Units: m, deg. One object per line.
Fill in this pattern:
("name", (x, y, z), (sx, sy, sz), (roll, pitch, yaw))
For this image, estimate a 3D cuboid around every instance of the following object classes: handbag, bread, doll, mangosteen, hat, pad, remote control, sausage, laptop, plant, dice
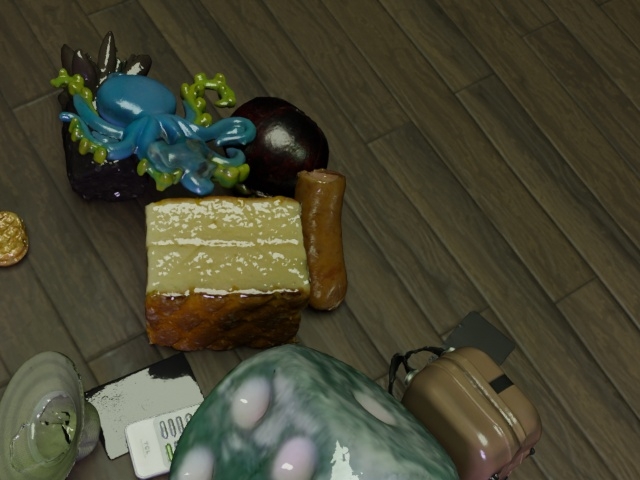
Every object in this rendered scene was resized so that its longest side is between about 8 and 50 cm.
("handbag", (0.219, 0.301, 1.669), (0.149, 0.301, 0.283), (-30, 66, -24))
("bread", (-0.173, 0.062, 1.736), (0.279, 0.279, 0.207), (-3, 66, -8))
("bread", (-0.590, -0.004, 1.823), (0.083, 0.044, 0.110), (-11, 63, -16))
("doll", (-0.287, -0.196, 1.750), (0.346, 0.098, 0.341), (-14, 56, -34))
("mangosteen", (-0.099, -0.172, 1.911), (0.216, 0.216, 0.216), (4, 63, -8))
("hat", (-0.433, 0.315, 1.644), (0.110, 0.252, 0.251), (21, 51, -48))
("pad", (0.292, 0.219, 1.883), (0.112, 0.003, 0.157), (40, 64, 12))
("remote control", (-0.211, 0.337, 1.711), (0.250, 0.034, 0.103), (-13, 73, -16))
("sausage", (-0.002, 0.001, 1.832), (0.109, 0.109, 0.270), (-6, 104, -12))
("laptop", (-0.308, 0.293, 1.740), (0.197, 0.016, 0.135), (-21, 70, -17))
("plant", (-0.418, -0.240, 1.907), (0.182, 0.194, 0.320), (4, 67, -21))
("dice", (-0.015, 0.389, 1.496), (0.348, 0.330, 0.328), (-51, 44, 8))
